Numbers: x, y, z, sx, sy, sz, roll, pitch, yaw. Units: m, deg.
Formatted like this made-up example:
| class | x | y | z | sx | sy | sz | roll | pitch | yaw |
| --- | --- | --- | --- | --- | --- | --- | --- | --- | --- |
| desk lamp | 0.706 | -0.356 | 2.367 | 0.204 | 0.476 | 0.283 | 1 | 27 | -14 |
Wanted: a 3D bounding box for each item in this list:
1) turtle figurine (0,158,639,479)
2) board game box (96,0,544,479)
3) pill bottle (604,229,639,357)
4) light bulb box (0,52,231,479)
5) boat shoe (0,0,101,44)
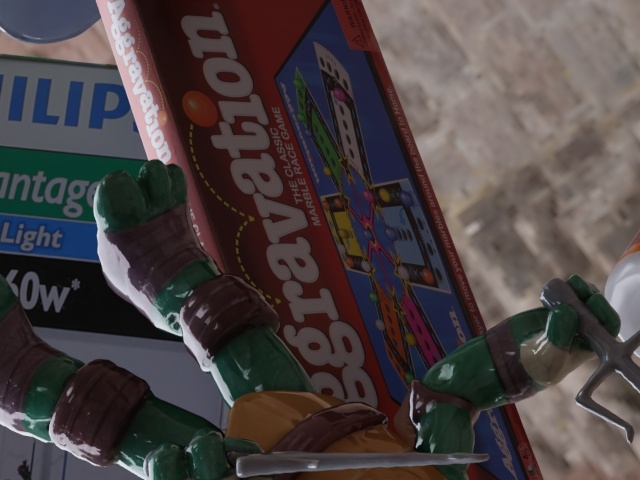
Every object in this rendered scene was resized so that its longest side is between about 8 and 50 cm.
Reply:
| class | x | y | z | sx | sy | sz | roll | pitch | yaw |
| --- | --- | --- | --- | --- | --- | --- | --- | --- | --- |
| turtle figurine | -0.001 | 0.064 | 0.595 | 0.234 | 0.118 | 0.175 | 29 | -150 | 28 |
| board game box | 0.000 | 0.000 | 0.849 | 0.145 | 0.027 | 0.281 | -2 | -116 | -43 |
| pill bottle | 0.217 | -0.003 | 1.024 | 0.086 | 0.152 | 0.086 | 24 | 142 | 21 |
| light bulb box | -0.147 | 0.079 | 1.305 | 0.358 | 0.225 | 0.361 | 33 | -117 | -85 |
| boat shoe | -0.142 | -0.255 | 0.961 | 0.105 | 0.113 | 0.306 | 26 | 120 | 50 |
